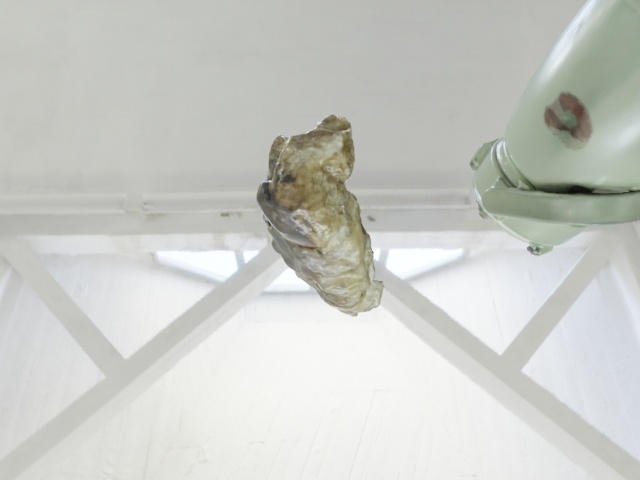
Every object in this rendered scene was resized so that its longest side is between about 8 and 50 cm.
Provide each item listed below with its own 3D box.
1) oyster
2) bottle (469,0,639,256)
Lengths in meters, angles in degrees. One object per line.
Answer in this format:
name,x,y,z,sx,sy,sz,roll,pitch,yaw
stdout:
oyster,-0.010,-0.012,0.549,0.162,0.232,0.107,32,-128,27
bottle,0.330,-0.117,0.650,0.229,0.351,0.229,14,-133,-16
